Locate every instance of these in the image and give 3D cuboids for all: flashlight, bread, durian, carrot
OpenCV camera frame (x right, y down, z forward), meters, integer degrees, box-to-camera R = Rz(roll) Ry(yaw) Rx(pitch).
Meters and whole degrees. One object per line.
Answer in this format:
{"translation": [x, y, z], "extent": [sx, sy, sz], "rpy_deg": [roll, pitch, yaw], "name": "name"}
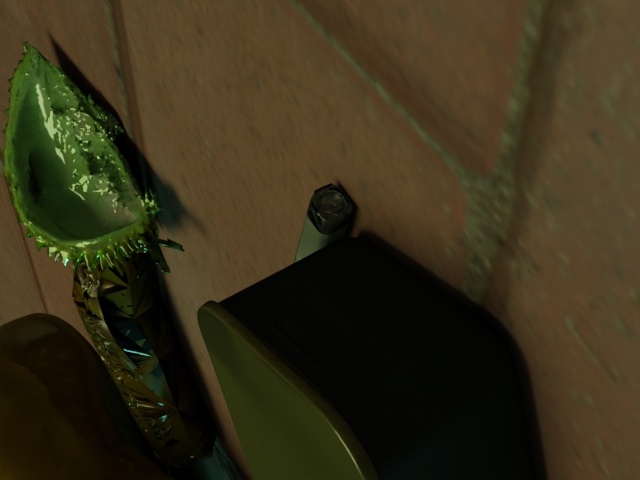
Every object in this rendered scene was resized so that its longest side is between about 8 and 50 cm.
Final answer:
{"translation": [0.000, 0.000, 0.650], "extent": [0.018, 0.018, 0.083], "rpy_deg": [54, 159, 18], "name": "flashlight"}
{"translation": [-0.243, 0.270, 1.202], "extent": [0.361, 0.250, 0.394], "rpy_deg": [50, 166, 23], "name": "bread"}
{"translation": [-0.161, -0.038, 0.900], "extent": [0.215, 0.086, 0.100], "rpy_deg": [53, 145, 23], "name": "durian"}
{"translation": [-0.141, 0.094, 1.049], "extent": [0.069, 0.069, 0.228], "rpy_deg": [33, 149, 50], "name": "carrot"}

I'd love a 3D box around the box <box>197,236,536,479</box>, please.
{"translation": [0.031, 0.107, 0.623], "extent": [0.144, 0.090, 0.201], "rpy_deg": [35, 149, 48], "name": "box"}
